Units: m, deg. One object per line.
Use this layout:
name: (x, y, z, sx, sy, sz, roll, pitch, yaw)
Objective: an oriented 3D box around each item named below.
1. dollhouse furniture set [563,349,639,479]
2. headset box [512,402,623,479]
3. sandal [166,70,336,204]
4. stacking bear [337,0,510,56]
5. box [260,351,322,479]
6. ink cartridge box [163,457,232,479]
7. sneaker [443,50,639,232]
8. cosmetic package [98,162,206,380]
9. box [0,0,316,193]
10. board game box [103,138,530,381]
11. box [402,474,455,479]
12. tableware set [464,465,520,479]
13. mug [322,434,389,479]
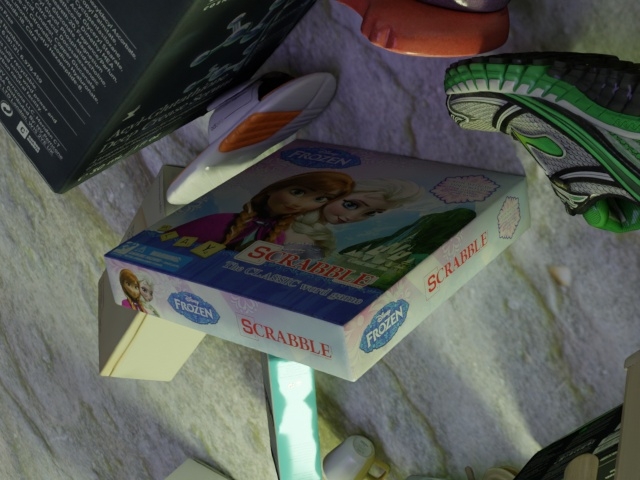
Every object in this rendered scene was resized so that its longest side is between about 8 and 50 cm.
dollhouse furniture set: (0.402, 0.233, 0.964, 0.303, 0.198, 0.286, 18, 155, -5)
headset box: (0.364, 0.325, 1.164, 0.283, 0.131, 0.246, 49, 138, 6)
sandal: (-0.100, -0.134, 1.280, 0.265, 0.102, 0.076, -35, 72, 31)
stacking bear: (0.123, -0.321, 0.935, 0.175, 0.164, 0.289, -122, 38, -51)
box: (-0.040, 0.225, 1.494, 0.100, 0.060, 0.244, -111, 15, -57)
ink cartridge box: (-0.231, 0.529, 1.804, 0.117, 0.207, 0.283, 24, 130, 28)
sneaker: (0.217, -0.086, 0.951, 0.343, 0.134, 0.146, 30, 121, 59)
cosmetic package: (-0.204, 0.052, 1.476, 0.309, 0.113, 0.160, 127, 143, -48)
box: (-0.160, -0.271, 1.128, 0.212, 0.293, 0.395, 52, 140, 2)
board game box: (0.000, 0.000, 1.144, 0.318, 0.318, 0.066, 13, 124, 37)
box: (0.181, 0.442, 1.371, 0.231, 0.127, 0.262, -14, 100, 57)
tableware set: (0.257, 0.361, 1.363, 0.128, 0.039, 0.194, 0, 111, 55)
mug: (0.051, 0.299, 1.509, 0.064, 0.078, 0.062, -56, 42, 39)
